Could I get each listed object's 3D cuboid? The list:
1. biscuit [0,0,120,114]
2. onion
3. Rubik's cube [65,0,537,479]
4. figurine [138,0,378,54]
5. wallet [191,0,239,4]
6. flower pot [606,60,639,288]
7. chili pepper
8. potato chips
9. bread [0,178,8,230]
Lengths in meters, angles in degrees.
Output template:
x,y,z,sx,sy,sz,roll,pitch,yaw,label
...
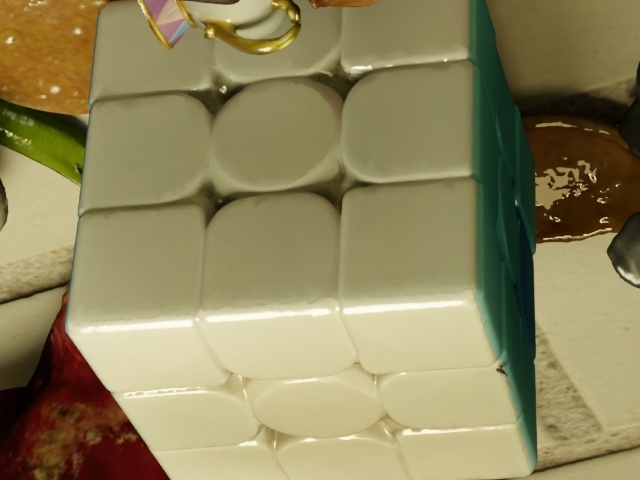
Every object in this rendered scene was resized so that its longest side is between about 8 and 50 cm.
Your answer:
x,y,z,sx,sy,sz,roll,pitch,yaw,label
-0.230,-0.185,1.492,0.288,0.044,0.202,20,139,-24,biscuit
-0.207,0.204,1.780,0.398,0.398,0.420,-1,114,-1,onion
0.000,0.000,1.467,0.291,0.290,0.292,-6,147,13,Rubik's cube
-0.005,-0.224,1.345,0.263,0.190,0.142,-22,157,5,figurine
-0.117,-0.255,1.169,0.182,0.049,0.229,4,118,-15,wallet
0.374,-0.054,1.480,0.283,0.299,0.299,-35,131,29,flower pot
-0.227,-0.080,1.620,0.201,0.052,0.050,31,118,-35,chili pepper
0.180,-0.058,1.664,0.201,0.049,0.150,-10,132,10,potato chips
-0.334,-0.075,1.503,0.102,0.183,0.337,-44,139,-8,bread
